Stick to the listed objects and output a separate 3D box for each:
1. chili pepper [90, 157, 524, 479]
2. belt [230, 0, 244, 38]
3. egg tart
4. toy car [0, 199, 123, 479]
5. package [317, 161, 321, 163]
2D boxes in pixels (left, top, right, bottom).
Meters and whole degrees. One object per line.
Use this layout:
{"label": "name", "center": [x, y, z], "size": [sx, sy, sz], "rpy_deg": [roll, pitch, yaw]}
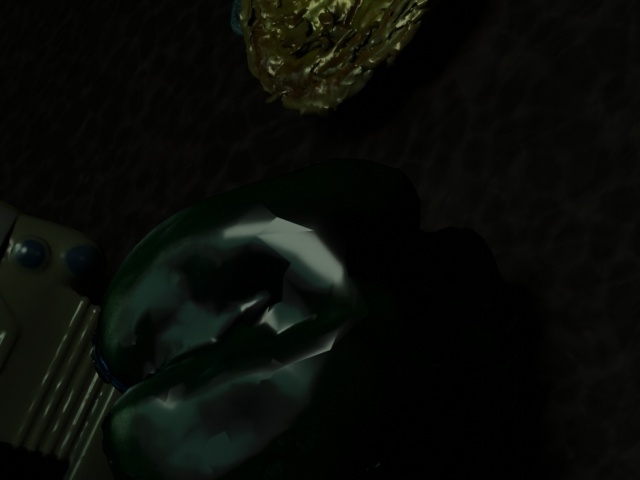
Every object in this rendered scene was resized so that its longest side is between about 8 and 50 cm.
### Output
{"label": "chili pepper", "center": [-0.008, 0.085, 1.073], "size": [0.257, 0.233, 0.248], "rpy_deg": [-31, 56, 25]}
{"label": "belt", "center": [0.010, -0.304, 1.508], "size": [0.087, 0.072, 0.302], "rpy_deg": [9, 73, 61]}
{"label": "egg tart", "center": [0.039, -0.211, 1.369], "size": [0.232, 0.098, 0.252], "rpy_deg": [25, 89, 50]}
{"label": "toy car", "center": [-0.258, 0.107, 1.444], "size": [0.336, 0.226, 0.242], "rpy_deg": [143, 151, -78]}
{"label": "package", "center": [0.001, 0.001, 1.299], "size": [0.108, 0.031, 0.121], "rpy_deg": [-59, 31, 1]}
